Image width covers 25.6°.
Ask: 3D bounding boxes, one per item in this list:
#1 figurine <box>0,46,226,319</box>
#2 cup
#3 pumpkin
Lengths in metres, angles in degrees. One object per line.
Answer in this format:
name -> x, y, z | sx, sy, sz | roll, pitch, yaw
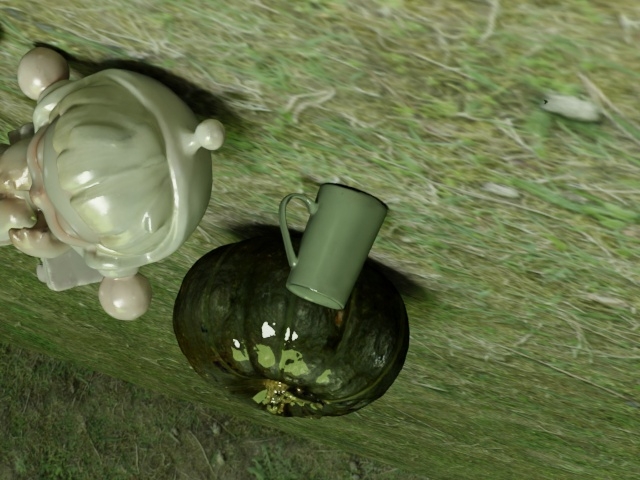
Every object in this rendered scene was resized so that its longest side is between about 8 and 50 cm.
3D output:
figurine -> -0.154, -0.037, 0.996 | 0.144, 0.182, 0.256 | 10, 172, -31
cup -> 0.004, 0.001, 1.055 | 0.054, 0.083, 0.075 | 9, 161, 47
pumpkin -> -0.027, 0.084, 1.293 | 0.223, 0.157, 0.224 | 11, 158, 5
